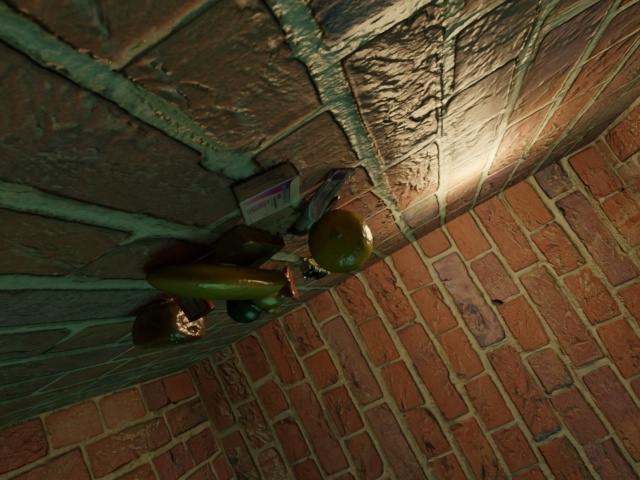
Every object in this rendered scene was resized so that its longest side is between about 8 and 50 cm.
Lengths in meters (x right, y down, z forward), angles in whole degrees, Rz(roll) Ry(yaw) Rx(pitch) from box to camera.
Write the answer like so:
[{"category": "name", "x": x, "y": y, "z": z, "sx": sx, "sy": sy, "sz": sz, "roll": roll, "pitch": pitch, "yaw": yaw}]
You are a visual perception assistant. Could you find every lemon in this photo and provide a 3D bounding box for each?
[{"category": "lemon", "x": 0.075, "y": 0.004, "z": 1.617, "sx": 0.267, "sy": 0.267, "sz": 0.267, "roll": -26, "pitch": 167, "yaw": -7}]

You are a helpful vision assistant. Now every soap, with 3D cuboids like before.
[{"category": "soap", "x": -0.328, "y": 0.132, "z": 1.353, "sx": 0.306, "sy": 0.115, "sz": 0.427, "roll": 4, "pitch": 176, "yaw": 38}, {"category": "soap", "x": -0.248, "y": 0.023, "z": 1.406, "sx": 0.135, "sy": 0.076, "sz": 0.233, "roll": -30, "pitch": 168, "yaw": 13}]

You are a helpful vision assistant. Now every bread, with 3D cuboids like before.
[{"category": "bread", "x": -0.585, "y": 0.313, "z": 1.622, "sx": 0.247, "sy": 0.176, "sz": 0.195, "roll": -18, "pitch": 161, "yaw": 22}]

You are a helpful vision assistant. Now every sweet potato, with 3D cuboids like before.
[{"category": "sweet potato", "x": -0.029, "y": -0.076, "z": 1.517, "sx": 0.249, "sy": 0.059, "sz": 0.069, "roll": -39, "pitch": -177, "yaw": 27}]

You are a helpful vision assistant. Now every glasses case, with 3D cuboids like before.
[{"category": "glasses case", "x": -0.231, "y": 0.055, "z": 1.615, "sx": 0.218, "sy": 0.049, "sz": 0.075, "roll": -37, "pitch": 157, "yaw": 34}]

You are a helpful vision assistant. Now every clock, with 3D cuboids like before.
[{"category": "clock", "x": -0.447, "y": 0.199, "z": 1.506, "sx": 0.113, "sy": 0.155, "sz": 0.061, "roll": -33, "pitch": 175, "yaw": 21}]

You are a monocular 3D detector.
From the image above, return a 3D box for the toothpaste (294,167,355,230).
[{"category": "toothpaste", "x": -0.002, "y": -0.131, "z": 1.372, "sx": 0.282, "sy": 0.069, "sz": 0.099, "roll": -51, "pitch": -174, "yaw": 37}]

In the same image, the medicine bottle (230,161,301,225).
[{"category": "medicine bottle", "x": -0.140, "y": -0.122, "z": 1.130, "sx": 0.171, "sy": 0.052, "sz": 0.201, "roll": -26, "pitch": 168, "yaw": -10}]

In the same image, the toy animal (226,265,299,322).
[{"category": "toy animal", "x": -0.281, "y": 0.244, "z": 1.947, "sx": 0.338, "sy": 0.216, "sz": 0.191, "roll": -26, "pitch": 140, "yaw": 4}]

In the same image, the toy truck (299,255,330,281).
[{"category": "toy truck", "x": -0.039, "y": 0.135, "z": 2.169, "sx": 0.085, "sy": 0.116, "sz": 0.191, "roll": -33, "pitch": 157, "yaw": 20}]
